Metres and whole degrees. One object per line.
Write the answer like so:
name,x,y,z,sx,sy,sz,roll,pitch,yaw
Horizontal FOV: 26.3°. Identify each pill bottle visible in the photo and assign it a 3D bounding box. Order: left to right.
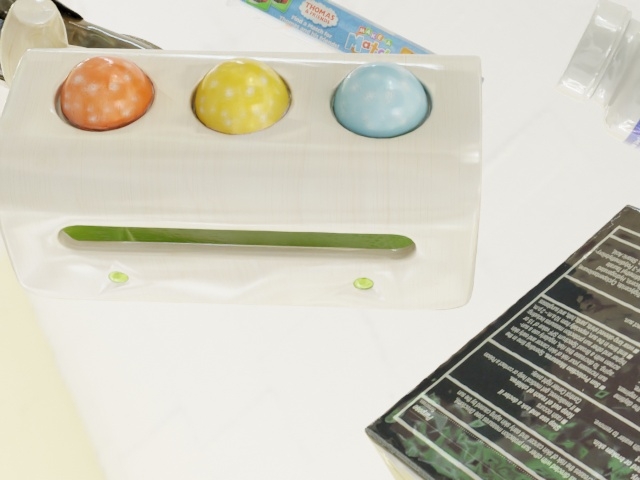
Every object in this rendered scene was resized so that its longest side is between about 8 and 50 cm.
pill bottle,0.398,-0.154,1.473,0.152,0.272,0.152,-63,176,-7

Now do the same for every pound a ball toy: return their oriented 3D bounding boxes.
pound a ball toy,-0.064,-0.080,0.835,0.135,0.319,0.208,88,6,-48

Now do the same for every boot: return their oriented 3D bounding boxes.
boot,-0.221,-0.157,1.084,0.219,0.106,0.082,13,-107,30

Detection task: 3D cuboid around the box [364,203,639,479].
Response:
box,0.246,0.162,1.014,0.296,0.294,0.182,32,-25,55

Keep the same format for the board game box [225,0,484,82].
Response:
board game box,0.024,-0.174,1.188,0.039,0.211,0.160,-63,-169,4
